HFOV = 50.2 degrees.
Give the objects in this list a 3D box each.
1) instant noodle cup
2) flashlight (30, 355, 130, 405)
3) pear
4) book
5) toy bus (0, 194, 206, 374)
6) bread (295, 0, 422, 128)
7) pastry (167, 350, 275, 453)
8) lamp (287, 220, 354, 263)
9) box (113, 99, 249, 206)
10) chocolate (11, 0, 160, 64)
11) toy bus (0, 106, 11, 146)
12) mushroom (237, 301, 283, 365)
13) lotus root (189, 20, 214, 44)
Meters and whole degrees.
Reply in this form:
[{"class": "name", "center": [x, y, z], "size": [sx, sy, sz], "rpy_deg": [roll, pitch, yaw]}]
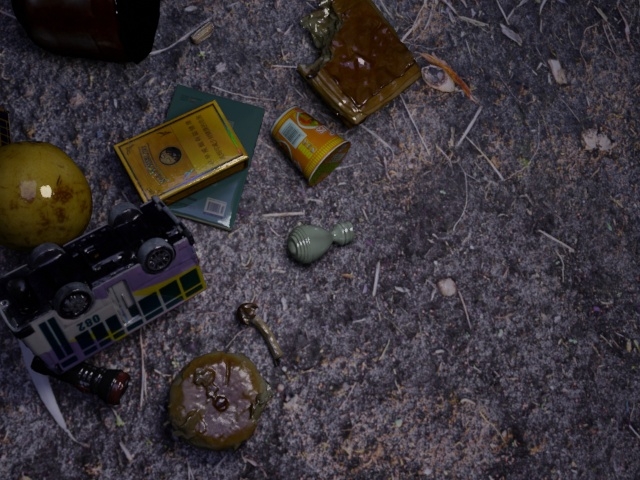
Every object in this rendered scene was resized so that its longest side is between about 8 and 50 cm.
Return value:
[{"class": "instant noodle cup", "center": [-0.038, -0.272, 1.900], "size": [0.168, 0.168, 0.185], "rpy_deg": [-42, 78, -18]}, {"class": "flashlight", "center": [-0.585, 0.326, 1.661], "size": [0.232, 0.093, 0.093], "rpy_deg": [20, 72, -2]}, {"class": "pear", "center": [-0.692, -0.104, 1.656], "size": [0.280, 0.281, 0.281], "rpy_deg": [3, 75, -10]}, {"class": "book", "center": [-0.322, -0.235, 1.891], "size": [0.264, 0.031, 0.379], "rpy_deg": [16, 73, -7]}, {"class": "toy bus", "center": [-0.517, 0.110, 1.628], "size": [0.440, 0.249, 0.209], "rpy_deg": [-31, 49, -22]}, {"class": "bread", "center": [0.081, -0.513, 1.963], "size": [0.314, 0.191, 0.370], "rpy_deg": [-38, 80, -13]}, {"class": "pastry", "center": [-0.255, 0.393, 1.688], "size": [0.235, 0.121, 0.257], "rpy_deg": [31, 71, -1]}, {"class": "lamp", "center": [0.000, 0.000, 1.859], "size": [0.193, 0.106, 0.106], "rpy_deg": [-14, 78, -24]}, {"class": "box", "center": [-0.368, -0.223, 1.819], "size": [0.301, 0.084, 0.193], "rpy_deg": [-29, 80, -15]}, {"class": "chocolate", "center": [-0.633, -0.655, 1.805], "size": [0.331, 0.384, 0.384], "rpy_deg": [5, 74, 5]}, {"class": "toy bus", "center": [-0.854, -0.253, 1.749], "size": [0.098, 0.114, 0.201], "rpy_deg": [-15, 76, 15]}, {"class": "mushroom", "center": [-0.151, 0.241, 1.785], "size": [0.060, 0.061, 0.187], "rpy_deg": [-36, 88, -23]}, {"class": "lotus root", "center": [-0.344, -0.601, 1.986], "size": [0.083, 0.030, 0.037], "rpy_deg": [-45, 116, -16]}]
